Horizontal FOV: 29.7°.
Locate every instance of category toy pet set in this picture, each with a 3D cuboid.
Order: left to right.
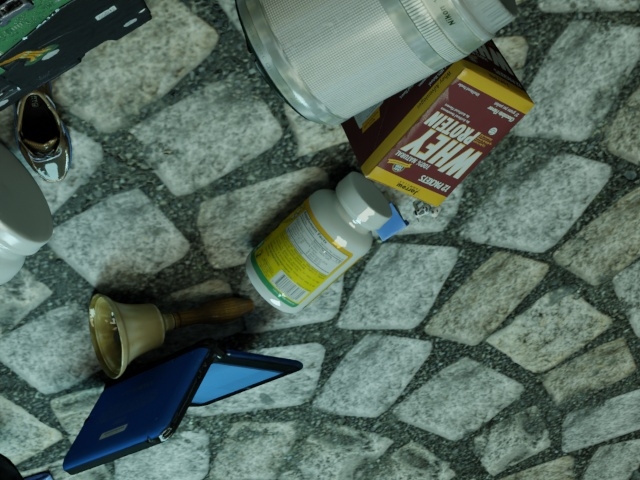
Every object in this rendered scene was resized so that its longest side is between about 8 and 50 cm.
[{"bbox_3d":[0.125,-0.055,1.770,0.114,0.065,0.122,-33,136,12],"label":"toy pet set"}]

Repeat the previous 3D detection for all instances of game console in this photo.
[{"bbox_3d":[-0.207,0.265,1.818,0.173,0.250,0.293,42,138,-20],"label":"game console"}]

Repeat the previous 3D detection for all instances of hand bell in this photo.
[{"bbox_3d":[-0.210,0.117,1.805,0.242,0.126,0.126,-12,139,-29],"label":"hand bell"}]

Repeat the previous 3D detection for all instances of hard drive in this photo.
[{"bbox_3d":[-0.304,-0.224,1.250,0.237,0.064,0.339,-32,-178,-1],"label":"hard drive"}]

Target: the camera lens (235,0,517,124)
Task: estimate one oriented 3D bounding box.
[{"bbox_3d":[0.057,-0.275,1.376,0.274,0.219,0.219,-26,139,20],"label":"camera lens"}]

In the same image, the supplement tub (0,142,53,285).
[{"bbox_3d":[-0.488,0.006,1.486,0.272,0.191,0.191,-34,137,13],"label":"supplement tub"}]

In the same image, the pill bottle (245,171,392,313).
[{"bbox_3d":[0.000,0.000,1.737,0.208,0.117,0.117,-43,134,22],"label":"pill bottle"}]

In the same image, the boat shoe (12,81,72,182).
[{"bbox_3d":[-0.349,-0.132,1.495,0.066,0.066,0.183,-14,137,-6],"label":"boat shoe"}]

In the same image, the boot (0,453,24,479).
[{"bbox_3d":[-0.646,0.465,1.900,0.445,0.146,0.367,-25,137,12],"label":"boot"}]

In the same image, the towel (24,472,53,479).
[{"bbox_3d":[-0.535,0.517,2.112,0.209,0.034,0.285,-15,137,-8],"label":"towel"}]

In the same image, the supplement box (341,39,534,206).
[{"bbox_3d":[0.133,-0.187,1.542,0.129,0.194,0.191,20,124,-37],"label":"supplement box"}]
